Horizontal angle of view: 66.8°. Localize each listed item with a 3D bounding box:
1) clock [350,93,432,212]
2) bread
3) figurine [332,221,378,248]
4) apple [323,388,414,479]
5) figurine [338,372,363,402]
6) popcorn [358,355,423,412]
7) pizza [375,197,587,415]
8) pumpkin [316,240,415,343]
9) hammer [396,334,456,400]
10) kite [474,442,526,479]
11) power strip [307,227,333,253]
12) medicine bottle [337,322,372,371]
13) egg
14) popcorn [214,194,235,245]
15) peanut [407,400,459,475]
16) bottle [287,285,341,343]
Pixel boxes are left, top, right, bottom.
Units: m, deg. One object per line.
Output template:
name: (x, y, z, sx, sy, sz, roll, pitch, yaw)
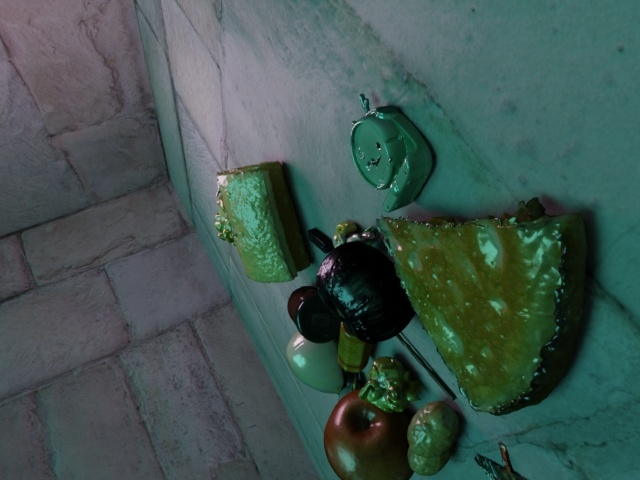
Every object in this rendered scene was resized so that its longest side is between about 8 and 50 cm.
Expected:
clock: (0.112, -0.168, 0.898, 0.211, 0.066, 0.159, 59, 157, 23)
bread: (-0.191, -0.058, 1.547, 0.236, 0.165, 0.375, 0, 114, 37)
figurine: (0.077, -0.009, 1.150, 0.083, 0.083, 0.187, 67, 166, -1)
apple: (0.133, 0.537, 1.316, 0.272, 0.251, 0.206, -90, -3, -49)
figurine: (0.117, 0.557, 1.579, 0.143, 0.143, 0.271, 40, 122, 50)
popcorn: (0.178, 0.364, 1.229, 0.135, 0.162, 0.141, 39, -147, -48)
pizza: (0.271, 0.128, 0.802, 0.435, 0.080, 0.392, 6, 116, 68)
pumpkin: (0.097, 0.110, 1.048, 0.233, 0.163, 0.233, 45, 165, 15)
hammer: (0.216, 0.264, 1.154, 0.292, 0.029, 0.058, 48, 154, 37)
kite: (0.393, 0.492, 0.975, 0.232, 0.009, 0.189, -7, 104, 67)
power strip: (0.000, 0.000, 1.396, 0.111, 0.029, 0.038, 41, 148, 53)
medicine bottle: (0.099, 0.282, 1.356, 0.096, 0.096, 0.192, 53, 156, 33)
egg: (-0.024, 0.408, 1.665, 0.286, 0.174, 0.264, 82, 165, -46)
popcorn: (-0.272, -0.084, 1.734, 0.183, 0.204, 0.221, -35, 53, 51)
peanut: (0.259, 0.470, 1.142, 0.101, 0.117, 0.263, -105, 6, -46)
bottle: (-0.033, 0.216, 1.513, 0.336, 0.144, 0.144, -175, 64, -77)
